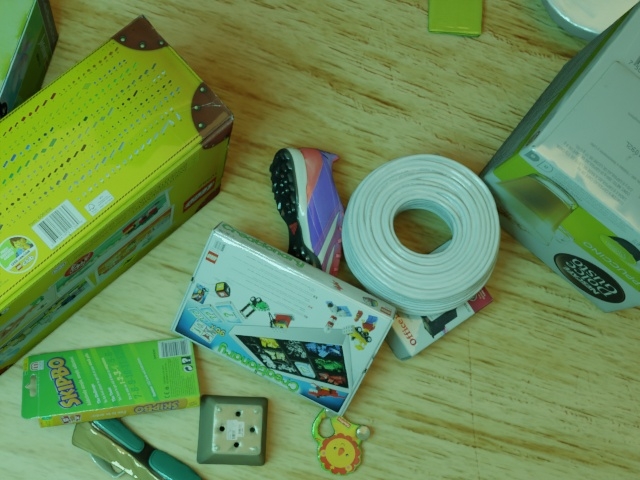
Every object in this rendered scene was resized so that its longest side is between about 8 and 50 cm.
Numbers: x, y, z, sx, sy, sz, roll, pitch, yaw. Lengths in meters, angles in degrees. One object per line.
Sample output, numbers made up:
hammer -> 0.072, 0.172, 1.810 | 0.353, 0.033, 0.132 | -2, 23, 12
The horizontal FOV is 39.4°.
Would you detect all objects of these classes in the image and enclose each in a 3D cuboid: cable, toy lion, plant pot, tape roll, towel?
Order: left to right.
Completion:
plant pot -> -0.132, 0.293, 1.382 | 0.109, 0.096, 0.108 | 4, 77, -10
toy lion -> 0.026, 0.324, 1.439 | 0.100, 0.034, 0.096 | 37, 82, 0
cable -> 0.165, -0.013, 1.435 | 0.257, 0.089, 0.257 | -25, 73, -13
towel -> 0.251, -0.493, 1.665 | 0.102, 0.021, 0.237 | 3, 78, -4
tape roll -> 0.533, -0.504, 1.614 | 0.286, 0.100, 0.286 | 1, 92, 14

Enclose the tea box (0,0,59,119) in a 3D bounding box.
tea box -> -0.615, -0.269, 1.359 | 0.329, 0.220, 0.323 | 17, 76, -6

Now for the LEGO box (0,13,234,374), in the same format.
LEGO box -> -0.376, -0.033, 1.270 | 0.500, 0.372, 0.193 | -42, 87, -16

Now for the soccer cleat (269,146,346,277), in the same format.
soccer cleat -> 0.000, 0.000, 1.472 | 0.117, 0.109, 0.318 | -5, 81, -29

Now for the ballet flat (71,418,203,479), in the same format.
ballet flat -> -0.278, 0.344, 1.369 | 0.232, 0.080, 0.073 | 36, 102, 2

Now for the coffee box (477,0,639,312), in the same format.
coffee box -> 0.500, -0.124, 1.461 | 0.338, 0.334, 0.338 | 39, 76, -1

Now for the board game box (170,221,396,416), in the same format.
board game box -> -0.060, 0.123, 1.389 | 0.305, 0.053, 0.192 | 27, 112, 2

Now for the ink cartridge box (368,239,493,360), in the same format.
ink cartridge box -> 0.176, 0.101, 1.490 | 0.175, 0.072, 0.127 | -33, 86, -15

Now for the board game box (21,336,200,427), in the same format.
board game box -> -0.320, 0.215, 1.367 | 0.260, 0.039, 0.124 | -4, 42, -13
